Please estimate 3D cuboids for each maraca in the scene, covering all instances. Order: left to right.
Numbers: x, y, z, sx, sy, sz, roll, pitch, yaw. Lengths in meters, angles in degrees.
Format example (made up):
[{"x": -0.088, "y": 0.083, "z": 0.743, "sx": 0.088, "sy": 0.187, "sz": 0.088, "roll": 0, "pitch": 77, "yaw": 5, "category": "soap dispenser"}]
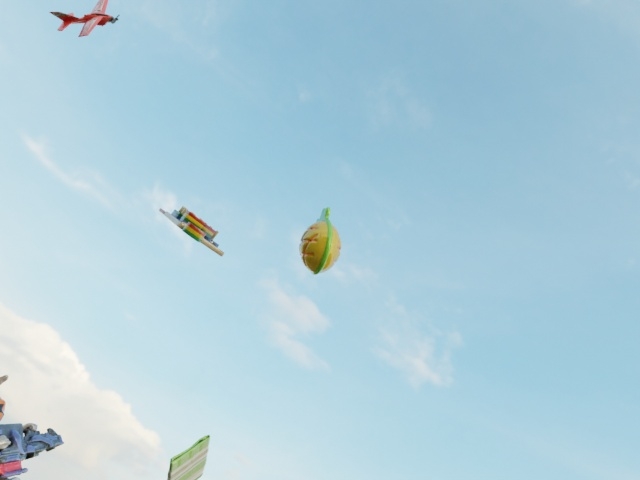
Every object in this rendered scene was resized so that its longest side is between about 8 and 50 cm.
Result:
[{"x": 0.000, "y": 0.000, "z": 0.991, "sx": 0.099, "sy": 0.185, "sz": 0.127, "roll": 19, "pitch": -45, "yaw": -18, "category": "maraca"}]

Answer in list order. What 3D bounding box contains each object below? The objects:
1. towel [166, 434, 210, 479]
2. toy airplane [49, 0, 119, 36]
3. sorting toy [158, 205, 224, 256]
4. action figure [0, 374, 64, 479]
[{"x": -0.326, "y": 0.553, "z": 0.987, "sx": 0.023, "sy": 0.113, "sz": 0.151, "roll": 30, "pitch": -62, "yaw": 28, "category": "towel"}, {"x": -0.521, "y": -0.490, "z": 0.897, "sx": 0.151, "sy": 0.151, "sz": 0.028, "roll": 19, "pitch": -27, "yaw": 11, "category": "toy airplane"}, {"x": -0.302, "y": -0.032, "z": 0.987, "sx": 0.132, "sy": 0.046, "sz": 0.275, "roll": 42, "pitch": -11, "yaw": -36, "category": "sorting toy"}, {"x": -0.817, "y": 0.497, "z": 1.002, "sx": 0.330, "sy": 0.179, "sz": 0.341, "roll": 52, "pitch": -16, "yaw": 25, "category": "action figure"}]
